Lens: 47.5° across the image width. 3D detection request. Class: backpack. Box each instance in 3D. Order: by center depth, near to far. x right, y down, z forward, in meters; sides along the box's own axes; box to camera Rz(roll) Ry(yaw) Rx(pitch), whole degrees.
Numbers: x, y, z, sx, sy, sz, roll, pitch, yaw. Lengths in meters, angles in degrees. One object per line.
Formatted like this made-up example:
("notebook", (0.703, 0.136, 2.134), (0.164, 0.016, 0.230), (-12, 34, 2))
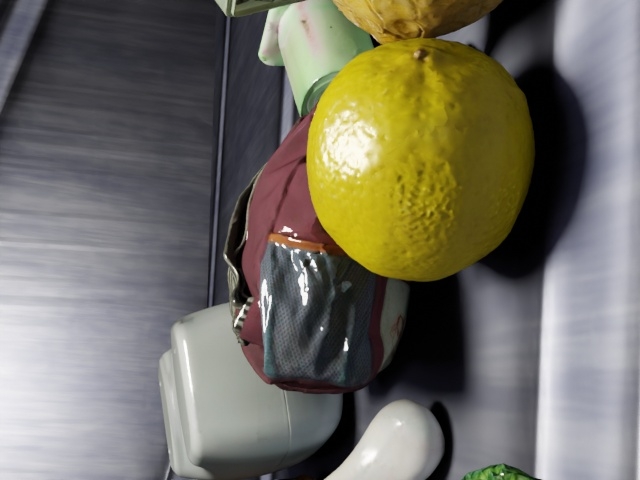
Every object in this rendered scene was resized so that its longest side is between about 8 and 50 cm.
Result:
("backpack", (0.000, 0.000, 0.768), (0.283, 0.197, 0.317), (106, 168, -78))

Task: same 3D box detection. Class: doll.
("doll", (-0.046, 0.344, 0.757), (0.366, 0.375, 0.187), (82, 172, -50))

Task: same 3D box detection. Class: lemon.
("lemon", (0.077, -0.060, 0.577), (0.178, 0.178, 0.203), (-104, 12, -48))

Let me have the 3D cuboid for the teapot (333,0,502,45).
("teapot", (0.095, -0.282, 0.609), (0.167, 0.203, 0.311), (-11, -64, -62))

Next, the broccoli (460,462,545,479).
("broccoli", (0.089, 0.259, 0.324), (0.308, 0.275, 0.308), (53, 162, 26))

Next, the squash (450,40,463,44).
("squash", (0.134, -0.161, 0.667), (0.089, 0.027, 0.027), (-116, 34, -55))

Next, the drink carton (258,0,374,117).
("drink carton", (0.014, -0.229, 0.922), (0.144, 0.146, 0.142), (115, 146, -53))

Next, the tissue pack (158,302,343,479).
("tissue pack", (-0.097, 0.216, 1.039), (0.333, 0.235, 0.230), (127, 135, -63))

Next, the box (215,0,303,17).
("box", (-0.015, -0.372, 0.751), (0.166, 0.290, 0.220), (59, 153, 14))

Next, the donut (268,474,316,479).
("donut", (-0.047, 0.440, 1.002), (0.226, 0.113, 0.227), (-176, 90, -76))
